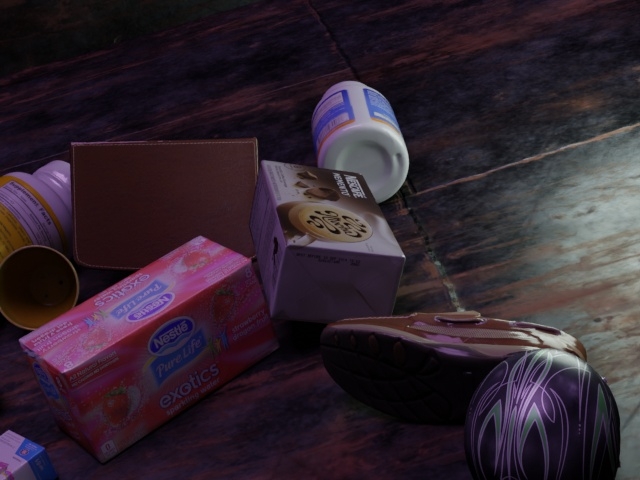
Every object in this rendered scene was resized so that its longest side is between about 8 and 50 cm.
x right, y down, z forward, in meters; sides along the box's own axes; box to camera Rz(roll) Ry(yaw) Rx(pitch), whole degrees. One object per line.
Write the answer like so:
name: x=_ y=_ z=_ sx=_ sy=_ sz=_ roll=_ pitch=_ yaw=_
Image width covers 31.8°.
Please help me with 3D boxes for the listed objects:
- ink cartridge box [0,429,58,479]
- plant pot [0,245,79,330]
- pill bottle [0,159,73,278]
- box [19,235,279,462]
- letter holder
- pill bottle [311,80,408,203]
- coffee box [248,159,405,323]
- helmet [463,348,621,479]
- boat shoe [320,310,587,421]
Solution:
ink cartridge box: x=-0.409 y=0.304 z=1.411 sx=0.088 sy=0.052 sz=0.122 roll=12 pitch=40 yaw=42
plant pot: x=-0.445 y=0.074 z=1.803 sx=0.134 sy=0.134 sz=0.095 roll=-17 pitch=0 yaw=0
pill bottle: x=-0.541 y=0.002 z=1.903 sx=0.188 sy=0.188 sz=0.334 roll=9 pitch=36 yaw=40
box: x=-0.225 y=0.138 z=1.511 sx=0.300 sy=0.154 sz=0.142 roll=-31 pitch=30 yaw=-27
letter holder: x=-0.254 y=-0.050 z=1.860 sx=0.302 sy=0.214 sz=0.152 roll=-2 pitch=-5 yaw=-8
pill bottle: x=0.062 y=-0.180 z=1.948 sx=0.152 sy=0.152 sz=0.272 roll=-15 pitch=27 yaw=4
coffee box: x=0.000 y=0.000 z=1.622 sx=0.168 sy=0.119 sz=0.297 roll=7 pitch=24 yaw=-13
helmet: x=0.224 y=0.196 z=1.135 sx=0.169 sy=0.161 sz=0.169 roll=-11 pitch=24 yaw=5
boat shoe: x=0.161 y=0.144 z=1.340 sx=0.324 sy=0.122 sz=0.120 roll=8 pitch=30 yaw=25
